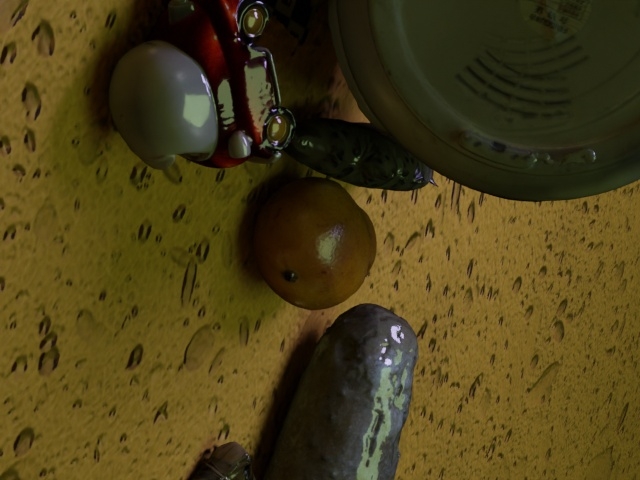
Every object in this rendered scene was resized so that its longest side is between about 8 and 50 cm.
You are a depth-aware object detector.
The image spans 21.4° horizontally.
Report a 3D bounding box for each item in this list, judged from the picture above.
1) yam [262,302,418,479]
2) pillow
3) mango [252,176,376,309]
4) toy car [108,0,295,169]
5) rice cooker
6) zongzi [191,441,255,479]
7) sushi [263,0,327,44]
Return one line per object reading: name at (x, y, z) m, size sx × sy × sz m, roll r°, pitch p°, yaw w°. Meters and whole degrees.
yam at (0.014, 0.221, 1.597) m, size 0.133 × 0.133 × 0.330 m, roll 9°, pitch 98°, yaw -66°
pillow at (0.045, -0.072, 1.493) m, size 0.051 × 0.093 × 0.241 m, roll -61°, pitch 158°, yaw 12°
mango at (-0.002, 0.006, 1.465) m, size 0.165 × 0.089 × 0.115 m, roll 45°, pitch 57°, yaw -67°
toy car at (-0.095, -0.108, 1.179) m, size 0.112 × 0.112 × 0.139 m, roll -26°, pitch 122°, yaw -37°
rice cooker at (0.168, -0.196, 1.349) m, size 0.325 × 0.335 × 0.335 m, roll -58°, pitch 164°, yaw -82°
zongzi at (-0.092, 0.223, 1.489) m, size 0.083 × 0.040 × 0.076 m, roll -48°, pitch 155°, yaw -20°
sushi at (0.012, -0.267, 1.359) m, size 0.201 × 0.031 × 0.139 m, roll -68°, pitch 155°, yaw -7°
